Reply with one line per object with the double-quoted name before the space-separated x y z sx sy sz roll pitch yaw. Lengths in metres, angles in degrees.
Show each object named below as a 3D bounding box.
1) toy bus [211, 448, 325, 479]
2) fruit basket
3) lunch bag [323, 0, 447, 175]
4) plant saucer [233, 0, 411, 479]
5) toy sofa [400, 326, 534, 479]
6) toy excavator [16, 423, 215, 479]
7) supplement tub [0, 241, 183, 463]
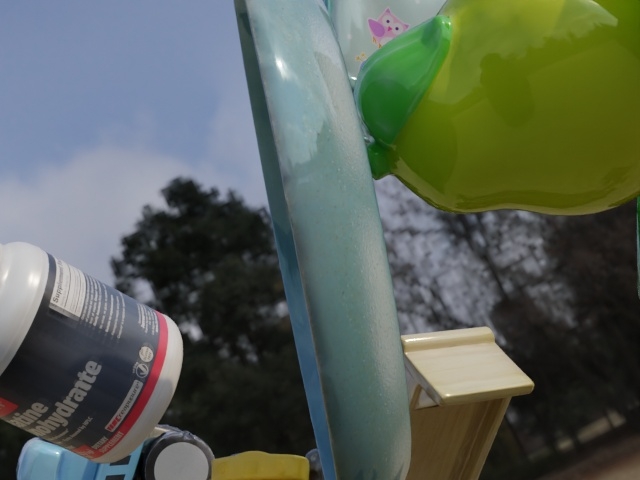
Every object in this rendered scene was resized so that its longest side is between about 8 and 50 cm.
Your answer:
"toy bus" -0.026 0.350 1.453 0.149 0.211 0.220 -7 -25 32
"fruit basket" 0.210 -0.133 0.818 0.392 0.283 0.392 7 -34 5
"lunch bag" 0.104 -0.168 1.338 0.279 0.224 0.108 11 -18 -25
"plant saucer" 0.000 0.000 0.673 0.043 0.318 0.317 -10 -14 -3
"toy sofa" 0.120 0.276 1.679 0.150 0.177 0.363 -2 -57 -32
"toy excavator" -0.382 0.279 1.900 0.445 0.433 0.222 18 -8 -14
"supplement tub" -0.311 0.120 1.464 0.272 0.191 0.191 31 -47 -27
